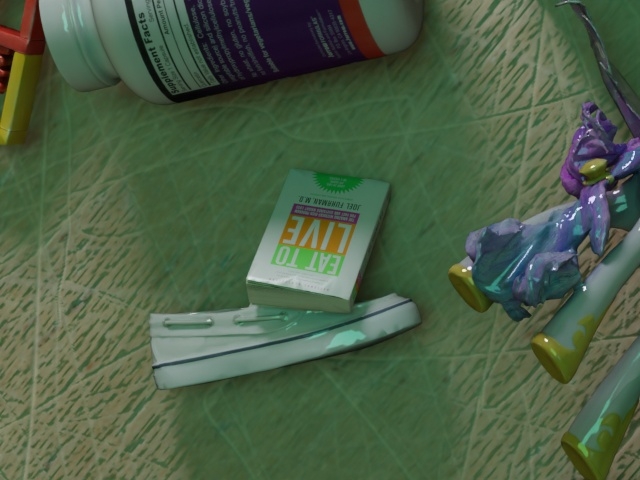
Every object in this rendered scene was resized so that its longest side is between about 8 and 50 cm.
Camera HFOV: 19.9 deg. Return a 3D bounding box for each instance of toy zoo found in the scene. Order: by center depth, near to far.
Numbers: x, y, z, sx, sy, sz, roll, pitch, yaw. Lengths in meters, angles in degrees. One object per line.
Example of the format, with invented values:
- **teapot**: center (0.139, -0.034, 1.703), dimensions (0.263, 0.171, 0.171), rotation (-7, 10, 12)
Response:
- **toy zoo**: center (-0.343, -0.215, 1.742), dimensions (0.192, 0.030, 0.293), rotation (20, 105, 26)

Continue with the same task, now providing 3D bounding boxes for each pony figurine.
- **pony figurine**: center (0.291, -0.026, 1.489), dimensions (0.363, 0.303, 0.351), rotation (-38, 103, -13)

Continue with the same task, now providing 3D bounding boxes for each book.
- **book**: center (0.000, 0.000, 1.644), dimensions (0.096, 0.035, 0.144), rotation (8, 49, 14)

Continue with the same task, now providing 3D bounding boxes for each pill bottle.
- **pill bottle**: center (-0.079, -0.227, 1.636), dimensions (0.323, 0.181, 0.182), rotation (-11, 84, 15)

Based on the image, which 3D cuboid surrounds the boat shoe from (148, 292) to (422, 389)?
- **boat shoe**: center (-0.039, 0.073, 1.656), dimensions (0.258, 0.095, 0.084), rotation (-13, 87, 12)
